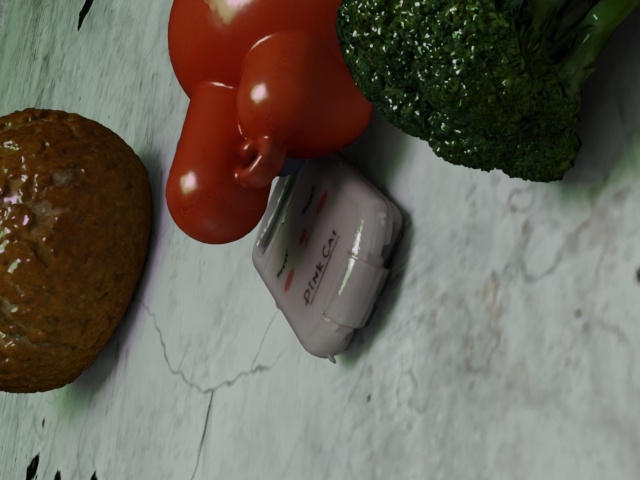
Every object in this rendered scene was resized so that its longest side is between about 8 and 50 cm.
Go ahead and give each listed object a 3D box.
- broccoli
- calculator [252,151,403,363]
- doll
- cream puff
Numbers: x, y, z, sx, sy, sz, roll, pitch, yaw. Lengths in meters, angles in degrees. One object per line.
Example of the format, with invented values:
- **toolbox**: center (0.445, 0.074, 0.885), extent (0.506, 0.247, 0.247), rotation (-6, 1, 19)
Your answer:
- **broccoli**: center (0.072, -0.108, 0.467), extent (0.137, 0.146, 0.162), rotation (-20, 62, 13)
- **calculator**: center (0.000, 0.000, 0.664), extent (0.100, 0.032, 0.175), rotation (-67, 24, 14)
- **doll**: center (-0.025, -0.131, 0.677), extent (0.161, 0.129, 0.290), rotation (-23, 46, 41)
- **cream puff**: center (-0.300, 0.002, 1.090), extent (0.303, 0.212, 0.303), rotation (-41, 37, 42)
